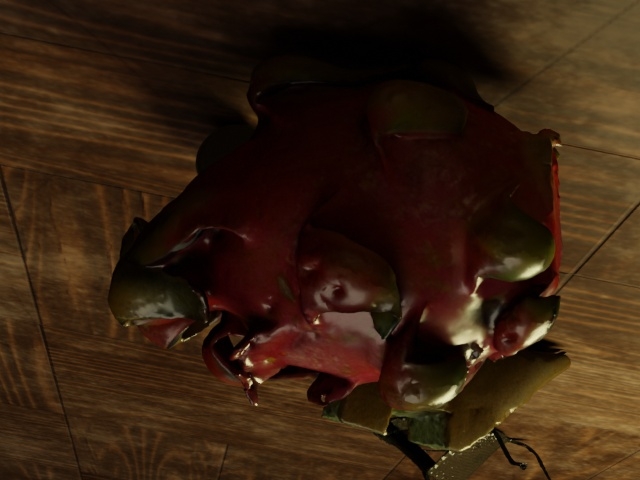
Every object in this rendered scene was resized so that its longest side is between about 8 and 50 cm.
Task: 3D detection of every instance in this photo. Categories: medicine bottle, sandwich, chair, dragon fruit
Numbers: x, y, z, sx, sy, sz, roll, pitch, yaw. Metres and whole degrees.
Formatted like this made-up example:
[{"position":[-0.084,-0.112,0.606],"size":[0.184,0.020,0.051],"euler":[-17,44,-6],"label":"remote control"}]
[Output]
[{"position":[-0.054,-0.043,1.057],"size":[0.058,0.058,0.091],"euler":[4,159,16],"label":"medicine bottle"},{"position":[0.123,0.147,1.400],"size":[0.236,0.128,0.122],"euler":[14,167,-10],"label":"sandwich"},{"position":[0.173,0.278,1.789],"size":[0.174,0.149,0.213],"euler":[32,-167,-51],"label":"chair"},{"position":[0.014,0.011,0.908],"size":[0.243,0.227,0.307],"euler":[40,122,-5],"label":"dragon fruit"}]
